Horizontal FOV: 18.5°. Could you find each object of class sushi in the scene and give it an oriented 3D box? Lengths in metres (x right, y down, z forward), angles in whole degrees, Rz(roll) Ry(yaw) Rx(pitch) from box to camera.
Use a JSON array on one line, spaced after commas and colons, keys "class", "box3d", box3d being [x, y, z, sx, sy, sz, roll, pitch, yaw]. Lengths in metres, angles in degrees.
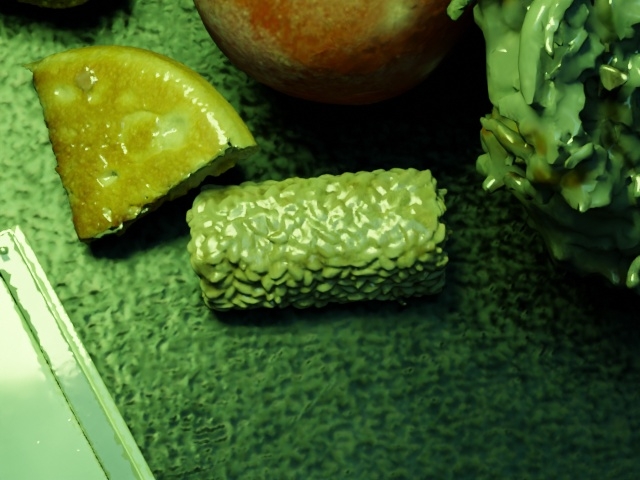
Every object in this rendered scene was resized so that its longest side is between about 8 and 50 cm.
[{"class": "sushi", "box3d": [0.249, -0.143, 1.188, 0.417, 0.176, 0.417, -1, 92, -32]}]

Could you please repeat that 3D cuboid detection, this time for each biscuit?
[{"class": "biscuit", "box3d": [0.000, 0.000, 1.246, 0.168, 0.070, 0.082, -3, 67, 1]}]

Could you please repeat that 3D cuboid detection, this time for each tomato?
[{"class": "tomato", "box3d": [0.022, -0.188, 1.217, 0.188, 0.232, 0.232, 13, 73, 20]}]

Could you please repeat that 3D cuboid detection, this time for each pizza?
[{"class": "pizza", "box3d": [-0.121, -0.059, 1.257, 0.178, 0.041, 0.131, 8, 88, 26]}]

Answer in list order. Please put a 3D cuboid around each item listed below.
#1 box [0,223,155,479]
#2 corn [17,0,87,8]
[{"class": "box", "box3d": [-0.187, 0.122, 1.195, 0.129, 0.086, 0.225, -28, 76, -9]}, {"class": "corn", "box3d": [-0.241, -0.208, 1.292, 0.238, 0.080, 0.080, 16, 74, 5]}]
